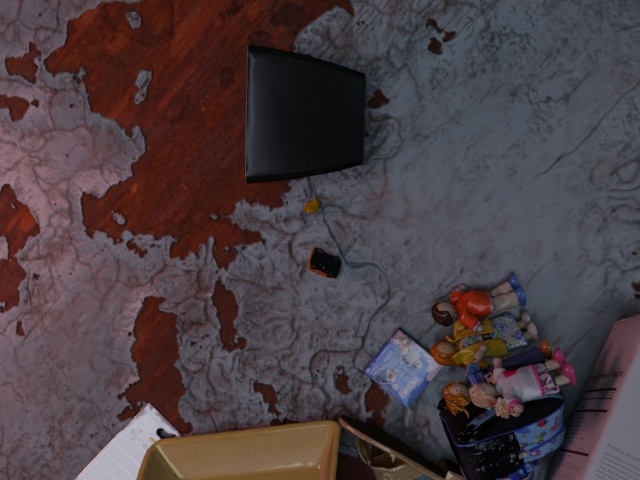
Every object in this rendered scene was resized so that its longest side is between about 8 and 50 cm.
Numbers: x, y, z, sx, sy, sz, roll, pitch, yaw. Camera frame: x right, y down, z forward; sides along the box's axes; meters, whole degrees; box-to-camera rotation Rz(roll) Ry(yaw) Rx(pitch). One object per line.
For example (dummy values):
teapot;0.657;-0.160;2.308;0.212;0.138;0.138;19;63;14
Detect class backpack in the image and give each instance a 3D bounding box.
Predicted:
backpack;0.275;0.276;1.118;0.173;0.158;0.116;-21;99;0

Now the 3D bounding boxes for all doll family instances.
doll family;0.244;0.175;1.098;0.163;0.263;0.118;-19;126;1

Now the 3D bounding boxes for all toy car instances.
toy car;0.000;0.000;1.212;0.040;0.060;0.122;-16;70;54

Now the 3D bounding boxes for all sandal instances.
sandal;0.125;0.355;1.180;0.240;0.088;0.079;23;92;3

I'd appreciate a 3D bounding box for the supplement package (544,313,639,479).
supplement package;0.444;0.266;1.030;0.178;0.175;0.293;27;80;8

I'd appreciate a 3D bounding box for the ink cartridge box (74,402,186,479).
ink cartridge box;-0.300;0.386;1.296;0.145;0.045;0.179;43;82;5

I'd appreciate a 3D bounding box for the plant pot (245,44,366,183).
plant pot;-0.021;-0.174;1.127;0.167;0.187;0.188;2;94;-1

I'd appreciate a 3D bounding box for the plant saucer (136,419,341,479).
plant saucer;-0.131;0.431;1.127;0.333;0.332;0.081;-10;125;13

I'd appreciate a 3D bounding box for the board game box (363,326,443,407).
board game box;0.130;0.198;1.201;0.090;0.020;0.090;38;100;4
